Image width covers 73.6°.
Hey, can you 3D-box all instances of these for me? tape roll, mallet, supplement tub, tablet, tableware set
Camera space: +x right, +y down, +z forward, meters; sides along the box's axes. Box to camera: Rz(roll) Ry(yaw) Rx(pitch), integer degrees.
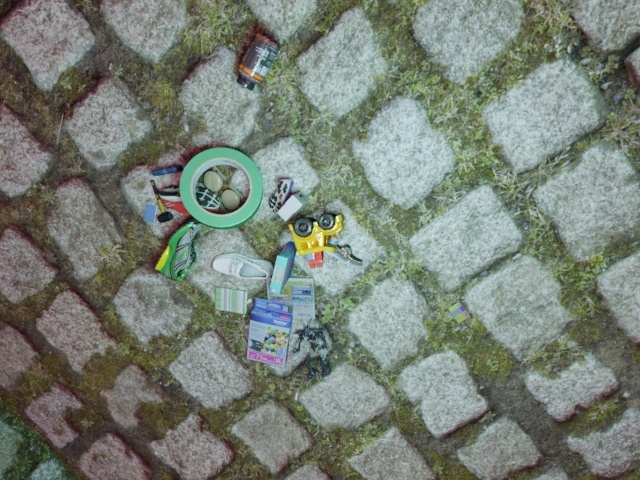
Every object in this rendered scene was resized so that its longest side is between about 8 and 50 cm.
[{"bbox_3d":[-0.392,-0.207,1.711,0.321,0.077,0.321,1,83,-6],"label":"tape roll"},{"bbox_3d":[-0.694,-0.172,1.869,0.062,0.039,0.190,-8,100,11],"label":"mallet"},{"bbox_3d":[-0.243,-0.670,1.614,0.106,0.106,0.198,34,108,-1],"label":"supplement tub"},{"bbox_3d":[-0.758,-0.122,1.906,0.054,0.006,0.083,16,107,5],"label":"tablet"},{"bbox_3d":[-0.410,-0.214,1.805,0.194,0.039,0.128,47,121,0],"label":"tableware set"}]

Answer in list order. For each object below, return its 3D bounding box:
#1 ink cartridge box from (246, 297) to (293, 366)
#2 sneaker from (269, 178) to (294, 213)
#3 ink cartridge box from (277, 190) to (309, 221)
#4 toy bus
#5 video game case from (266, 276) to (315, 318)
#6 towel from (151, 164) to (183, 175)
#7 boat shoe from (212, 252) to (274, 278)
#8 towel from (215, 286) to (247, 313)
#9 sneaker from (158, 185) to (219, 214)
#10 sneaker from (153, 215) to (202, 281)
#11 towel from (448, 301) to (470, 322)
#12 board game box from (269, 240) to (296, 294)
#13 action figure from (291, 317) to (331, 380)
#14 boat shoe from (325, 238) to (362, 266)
[{"bbox_3d":[-0.228,0.416,1.930,0.185,0.065,0.311,11,112,6],"label":"ink cartridge box"},{"bbox_3d":[-0.153,-0.180,1.763,0.068,0.071,0.170,45,125,17],"label":"sneaker"},{"bbox_3d":[-0.109,-0.140,1.727,0.056,0.135,0.099,45,107,-2],"label":"ink cartridge box"},{"bbox_3d":[0.000,0.000,1.721,0.220,0.149,0.211,-12,89,11],"label":"toy bus"},{"bbox_3d":[-0.131,0.255,1.902,0.212,0.023,0.193,1,106,10],"label":"video game case"},{"bbox_3d":[-0.647,-0.293,1.806,0.119,0.067,0.029,-7,103,11],"label":"towel"},{"bbox_3d":[-0.347,0.118,1.859,0.277,0.096,0.098,5,107,8],"label":"boat shoe"},{"bbox_3d":[-0.408,0.272,1.956,0.152,0.023,0.113,8,105,9],"label":"towel"},{"bbox_3d":[-0.546,-0.158,1.819,0.279,0.107,0.118,12,135,15],"label":"sneaker"},{"bbox_3d":[-0.590,0.034,1.873,0.146,0.134,0.343,32,117,-8],"label":"sneaker"},{"bbox_3d":[0.585,0.305,1.806,0.060,0.009,0.083,-37,96,18],"label":"towel"},{"bbox_3d":[-0.149,0.108,1.765,0.047,0.210,0.160,16,108,5],"label":"board game box"},{"bbox_3d":[-0.036,0.486,1.892,0.164,0.141,0.276,-11,108,14],"label":"action figure"},{"bbox_3d":[0.099,0.050,1.783,0.183,0.066,0.066,25,107,2],"label":"boat shoe"}]
